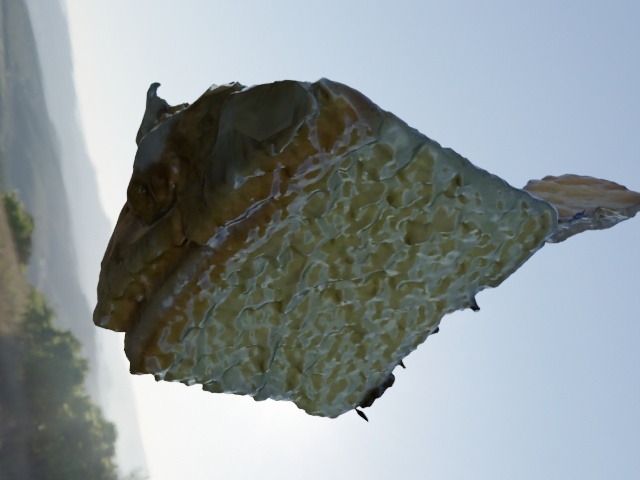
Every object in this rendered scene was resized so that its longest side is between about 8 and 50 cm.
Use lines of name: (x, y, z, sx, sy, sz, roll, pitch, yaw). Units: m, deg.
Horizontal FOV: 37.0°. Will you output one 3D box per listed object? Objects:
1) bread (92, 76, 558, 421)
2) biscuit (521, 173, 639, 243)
bread: (0.000, 0.000, 0.382, 0.152, 0.147, 0.127, -17, -122, 53)
biscuit: (0.305, -0.037, 1.158, 0.118, 0.183, 0.061, 34, -52, 46)
